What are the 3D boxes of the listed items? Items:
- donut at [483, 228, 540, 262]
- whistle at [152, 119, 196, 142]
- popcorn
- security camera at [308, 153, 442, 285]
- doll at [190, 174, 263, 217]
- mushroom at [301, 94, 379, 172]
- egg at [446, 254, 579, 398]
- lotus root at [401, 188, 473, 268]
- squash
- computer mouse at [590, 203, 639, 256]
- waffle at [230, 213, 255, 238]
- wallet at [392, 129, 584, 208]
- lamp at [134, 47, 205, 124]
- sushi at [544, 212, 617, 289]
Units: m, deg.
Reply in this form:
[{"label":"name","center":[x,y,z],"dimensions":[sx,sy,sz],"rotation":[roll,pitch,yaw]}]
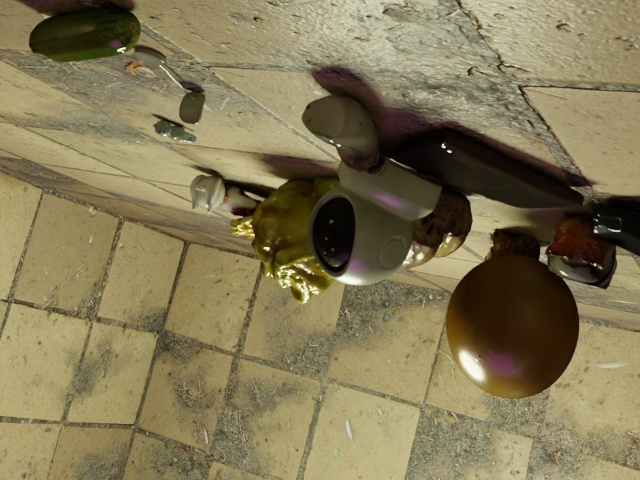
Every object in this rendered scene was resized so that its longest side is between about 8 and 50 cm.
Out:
[{"label":"donut","center":[0.453,0.051,2.004],"dimensions":[0.126,0.144,0.186],"rotation":[-4,142,9]},{"label":"whistle","center":[-0.302,-0.223,1.746],"dimensions":[0.100,0.035,0.035],"rotation":[18,172,-36]},{"label":"popcorn","center":[-0.002,0.003,1.950],"dimensions":[0.326,0.290,0.321],"rotation":[33,175,1]},{"label":"security camera","center":[0.086,-0.033,1.506],"dimensions":[0.195,0.236,0.194],"rotation":[26,-172,-4]},{"label":"doll","center":[-0.235,-0.106,2.329],"dimensions":[0.188,0.099,0.384],"rotation":[10,178,25]},{"label":"mushroom","center":[0.048,-0.166,1.319],"dimensions":[0.092,0.081,0.223],"rotation":[-24,166,15]},{"label":"egg","center":[0.416,0.190,1.834],"dimensions":[0.283,0.282,0.351],"rotation":[11,139,27]},{"label":"lotus root","center":[0.195,-0.025,1.731],"dimensions":[0.193,0.193,0.291],"rotation":[16,173,-9]},{"label":"squash","center":[-0.334,-0.286,1.180],"dimensions":[0.239,0.069,0.069],"rotation":[7,170,42]},{"label":"computer mouse","center":[0.578,-0.011,1.478],"dimensions":[0.217,0.073,0.122],"rotation":[23,171,-9]},{"label":"waffle","center":[-0.111,-0.045,2.320],"dimensions":[0.291,0.051,0.291],"rotation":[-9,167,-2]},{"label":"wallet","center":[0.279,-0.112,1.410],"dimensions":[0.310,0.042,0.165],"rotation":[18,171,-27]},{"label":"lamp","center":[-0.244,-0.250,1.366],"dimensions":[0.050,0.056,0.198],"rotation":[15,170,21]},{"label":"sushi","center":[0.519,0.028,1.664],"dimensions":[0.124,0.130,0.332],"rotation":[11,174,24]}]
